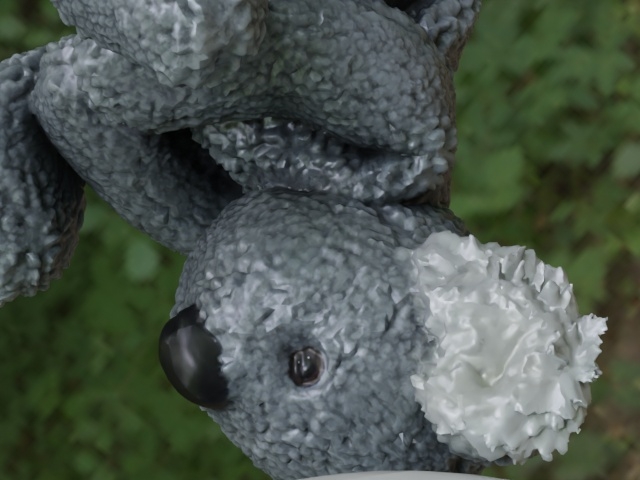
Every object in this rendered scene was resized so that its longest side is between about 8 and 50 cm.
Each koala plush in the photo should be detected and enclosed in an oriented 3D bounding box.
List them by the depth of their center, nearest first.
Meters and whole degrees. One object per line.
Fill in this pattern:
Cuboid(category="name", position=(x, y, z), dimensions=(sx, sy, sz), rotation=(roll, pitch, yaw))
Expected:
Cuboid(category="koala plush", position=(0.000, 0.000, 0.686), dimensions=(0.203, 0.221, 0.196), rotation=(-14, -20, -39))

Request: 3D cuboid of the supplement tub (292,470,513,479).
Cuboid(category="supplement tub", position=(0.024, 0.258, 0.568), dimensions=(0.235, 0.235, 0.325), rotation=(-67, -20, -63))
